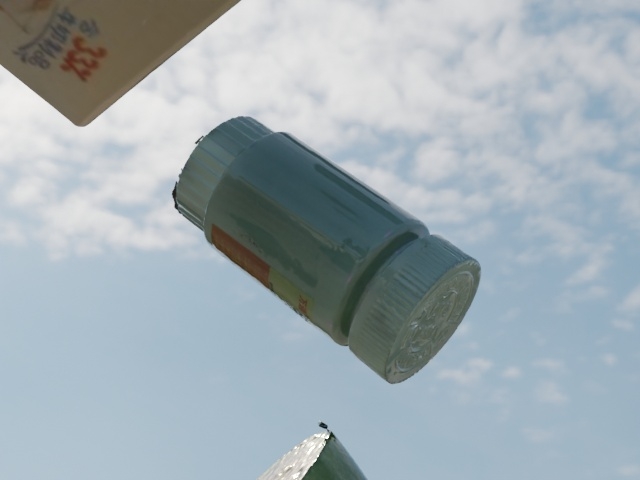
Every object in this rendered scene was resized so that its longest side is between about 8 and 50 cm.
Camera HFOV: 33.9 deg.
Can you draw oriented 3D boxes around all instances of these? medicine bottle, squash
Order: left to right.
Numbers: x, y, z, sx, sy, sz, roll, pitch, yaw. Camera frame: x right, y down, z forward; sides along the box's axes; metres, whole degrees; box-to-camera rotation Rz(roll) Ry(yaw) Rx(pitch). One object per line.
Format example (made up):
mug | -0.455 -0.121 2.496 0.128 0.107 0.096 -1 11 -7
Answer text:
squash | -0.013 0.244 0.851 0.123 0.170 0.170 38 -32 2
medicine bottle | 0.000 0.000 1.125 0.318 0.158 0.158 36 -19 24

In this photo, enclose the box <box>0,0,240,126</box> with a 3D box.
box | -0.088 -0.192 0.322 0.273 0.048 0.265 -30 -58 31
